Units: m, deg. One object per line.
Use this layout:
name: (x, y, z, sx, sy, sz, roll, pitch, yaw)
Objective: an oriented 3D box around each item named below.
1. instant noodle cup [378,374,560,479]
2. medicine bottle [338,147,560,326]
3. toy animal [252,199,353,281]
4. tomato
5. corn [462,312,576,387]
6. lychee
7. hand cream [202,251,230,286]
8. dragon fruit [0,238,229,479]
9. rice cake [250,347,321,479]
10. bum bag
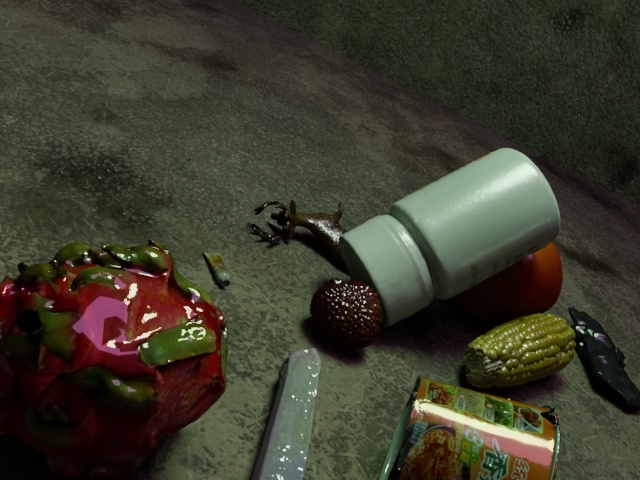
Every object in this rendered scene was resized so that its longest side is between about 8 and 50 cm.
instant noodle cup: (0.185, 0.294, 0.900, 0.182, 0.230, 0.230, 21, 25, 8)
medicine bottle: (0.239, -0.006, 1.284, 0.371, 0.211, 0.211, -28, 46, -7)
toy animal: (0.008, -0.017, 1.426, 0.243, 0.087, 0.260, 35, 24, 18)
tomato: (0.403, 0.084, 1.477, 0.260, 0.260, 0.180, 7, 63, -37)
corn: (0.395, 0.216, 1.335, 0.347, 0.130, 0.130, -6, 42, -45)
lychee: (0.048, 0.125, 1.171, 0.123, 0.123, 0.129, 2, 42, -41)
hand cream: (-0.181, 0.047, 1.202, 0.035, 0.022, 0.102, 4, 30, -27)
dragon fruit: (-0.234, 0.127, 0.758, 0.302, 0.231, 0.237, -4, 48, -37)
rice cake: (-0.048, 0.269, 0.869, 0.064, 0.070, 0.399, 21, 26, -4)
bum bag: (0.642, 0.258, 1.551, 0.137, 0.074, 0.310, 31, 25, -16)
